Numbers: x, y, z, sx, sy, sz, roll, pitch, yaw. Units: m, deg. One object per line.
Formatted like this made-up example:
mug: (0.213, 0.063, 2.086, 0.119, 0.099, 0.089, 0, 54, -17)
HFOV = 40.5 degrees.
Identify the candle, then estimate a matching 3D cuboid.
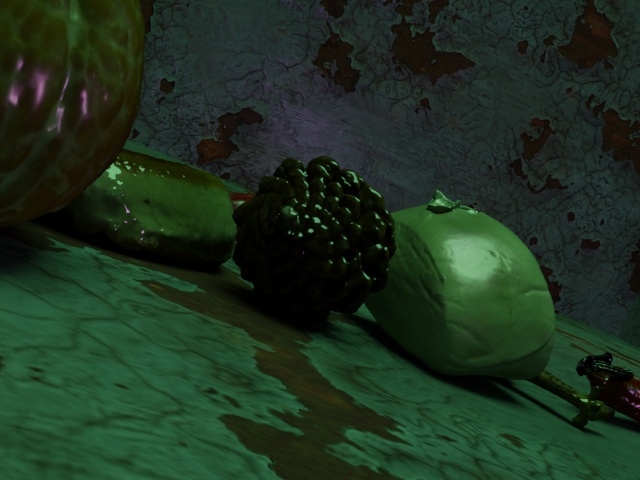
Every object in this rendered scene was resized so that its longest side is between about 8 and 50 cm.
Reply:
candle: (0.399, 0.196, 1.077, 0.301, 0.059, 0.084, 29, 2, -36)

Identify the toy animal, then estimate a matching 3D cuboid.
toy animal: (0.228, 0.140, 1.006, 0.149, 0.054, 0.275, 27, 1, -10)

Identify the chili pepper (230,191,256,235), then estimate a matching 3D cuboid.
chili pepper: (-0.001, -0.007, 1.317, 0.387, 0.110, 0.110, 16, 7, -22)

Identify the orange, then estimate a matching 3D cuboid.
orange: (-0.275, -0.146, 0.581, 0.329, 0.249, 0.329, 15, 4, -1)

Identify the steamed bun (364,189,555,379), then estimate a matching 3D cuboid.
steamed bun: (0.146, 0.039, 0.930, 0.169, 0.153, 0.238, 5, 20, -27)

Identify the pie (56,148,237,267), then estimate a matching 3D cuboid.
pie: (-0.228, -0.065, 0.902, 0.315, 0.092, 0.315, 21, 5, -2)

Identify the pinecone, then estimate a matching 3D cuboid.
pinecone: (0.000, 0.000, 0.841, 0.173, 0.174, 0.173, 23, 4, -2)
